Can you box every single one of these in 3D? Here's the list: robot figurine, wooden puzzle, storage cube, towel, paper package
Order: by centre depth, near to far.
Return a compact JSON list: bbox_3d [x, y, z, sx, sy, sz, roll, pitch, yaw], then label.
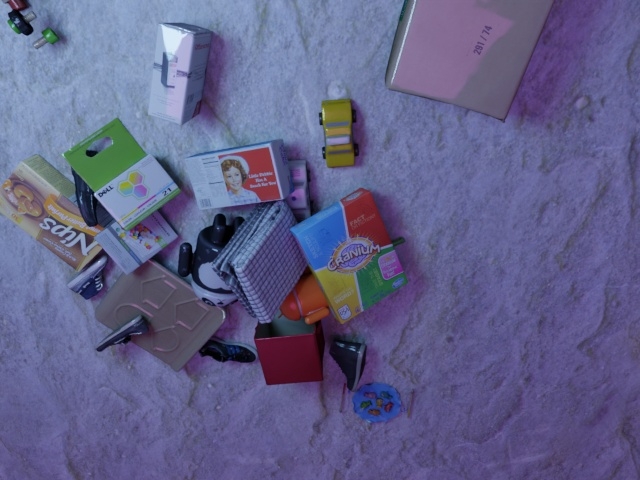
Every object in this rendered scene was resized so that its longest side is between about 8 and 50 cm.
[{"bbox_3d":[0.335,-0.484,1.083,0.310,0.168,0.324,14,117,-4],"label":"paper package"},{"bbox_3d":[-0.153,0.056,1.289,0.121,0.283,0.235,7,138,30],"label":"towel"},{"bbox_3d":[-0.288,0.064,1.376,0.209,0.173,0.278,26,117,19],"label":"robot figurine"},{"bbox_3d":[-0.040,0.167,1.426,0.220,0.128,0.158,-19,91,-11],"label":"robot figurine"},{"bbox_3d":[-0.093,0.325,1.492,0.215,0.183,0.193,-7,117,6],"label":"storage cube"},{"bbox_3d":[-0.520,0.232,1.530,0.348,0.080,0.322,39,112,-10],"label":"wooden puzzle"}]

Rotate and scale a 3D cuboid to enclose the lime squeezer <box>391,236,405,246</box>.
[{"bbox_3d":[0.117,0.080,1.444,0.110,0.059,0.310,22,118,-41],"label":"lime squeezer"}]

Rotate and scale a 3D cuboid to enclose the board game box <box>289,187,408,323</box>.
[{"bbox_3d":[0.087,0.046,1.321,0.242,0.064,0.316,-31,114,-10],"label":"board game box"}]

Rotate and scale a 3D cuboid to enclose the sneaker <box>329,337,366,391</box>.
[{"bbox_3d":[0.089,0.422,1.601,0.118,0.083,0.222,16,125,16],"label":"sneaker"}]

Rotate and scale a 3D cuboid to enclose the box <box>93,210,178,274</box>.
[{"bbox_3d":[-0.543,-0.011,1.376,0.186,0.038,0.145,-40,112,-19],"label":"box"}]

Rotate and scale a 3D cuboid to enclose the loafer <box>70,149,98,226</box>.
[{"bbox_3d":[-0.650,-0.150,1.311,0.078,0.076,0.223,-10,88,-23],"label":"loafer"}]

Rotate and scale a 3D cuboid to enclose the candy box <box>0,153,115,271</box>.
[{"bbox_3d":[-0.777,-0.076,1.380,0.183,0.087,0.316,-39,110,18],"label":"candy box"}]

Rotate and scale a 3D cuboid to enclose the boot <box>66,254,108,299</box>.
[{"bbox_3d":[-0.724,0.119,1.493,0.190,0.069,0.086,-30,118,25],"label":"boot"}]

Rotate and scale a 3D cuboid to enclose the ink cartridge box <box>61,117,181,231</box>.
[{"bbox_3d":[-0.542,-0.181,1.268,0.189,0.097,0.255,-41,112,-15],"label":"ink cartridge box"}]

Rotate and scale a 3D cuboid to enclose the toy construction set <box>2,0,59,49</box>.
[{"bbox_3d":[-0.689,-0.666,1.049,0.237,0.257,0.308,-34,88,-1],"label":"toy construction set"}]

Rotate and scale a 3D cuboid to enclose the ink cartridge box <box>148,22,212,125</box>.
[{"bbox_3d":[-0.346,-0.417,1.153,0.092,0.158,0.217,17,115,-5],"label":"ink cartridge box"}]

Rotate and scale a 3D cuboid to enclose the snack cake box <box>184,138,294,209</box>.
[{"bbox_3d":[-0.219,-0.178,1.263,0.265,0.089,0.152,-5,108,20],"label":"snack cake box"}]

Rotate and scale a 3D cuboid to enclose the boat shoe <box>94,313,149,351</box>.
[{"bbox_3d":[-0.640,0.315,1.497,0.206,0.075,0.065,-33,103,14],"label":"boat shoe"}]

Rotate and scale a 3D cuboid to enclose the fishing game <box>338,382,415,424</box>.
[{"bbox_3d":[0.203,0.601,1.693,0.264,0.041,0.189,8,114,-1],"label":"fishing game"}]

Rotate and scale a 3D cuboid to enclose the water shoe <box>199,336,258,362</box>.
[{"bbox_3d":[-0.317,0.394,1.593,0.203,0.080,0.072,15,116,-5],"label":"water shoe"}]

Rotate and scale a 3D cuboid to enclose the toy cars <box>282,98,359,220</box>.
[{"bbox_3d":[-0.013,-0.202,1.282,0.176,0.087,0.393,34,113,-13],"label":"toy cars"}]
